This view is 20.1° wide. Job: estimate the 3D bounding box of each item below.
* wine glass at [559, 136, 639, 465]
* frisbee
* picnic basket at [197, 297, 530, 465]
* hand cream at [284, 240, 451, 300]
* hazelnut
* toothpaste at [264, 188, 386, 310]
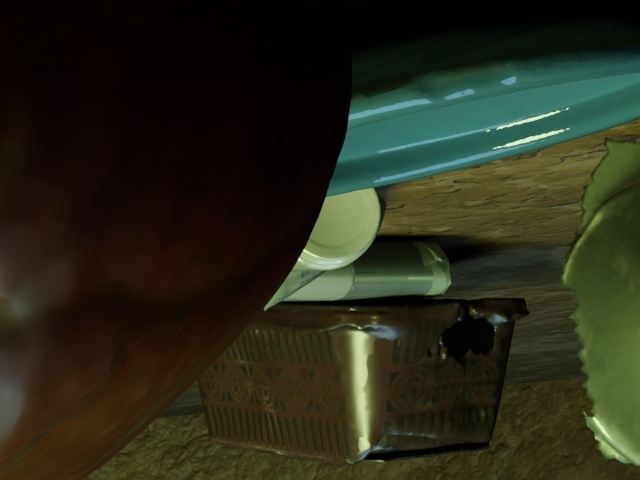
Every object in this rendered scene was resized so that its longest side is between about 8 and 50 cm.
[{"bbox_3d":[0.272,0.013,0.919,0.238,0.238,0.323,-2,169,-22],"label":"wine glass"},{"bbox_3d":[0.042,-0.065,0.817,0.289,0.049,0.289,-12,176,-1],"label":"frisbee"},{"bbox_3d":[0.022,0.110,1.498,0.222,0.129,0.297,-2,-179,-37],"label":"picnic basket"},{"bbox_3d":[-0.022,0.024,1.327,0.255,0.048,0.079,-2,172,-30],"label":"hand cream"},{"bbox_3d":[-0.096,-0.025,0.467,0.229,0.229,0.229,-6,171,-1],"label":"hazelnut"},{"bbox_3d":[0.000,0.000,1.161,0.096,0.061,0.266,-38,175,-7],"label":"toothpaste"}]
